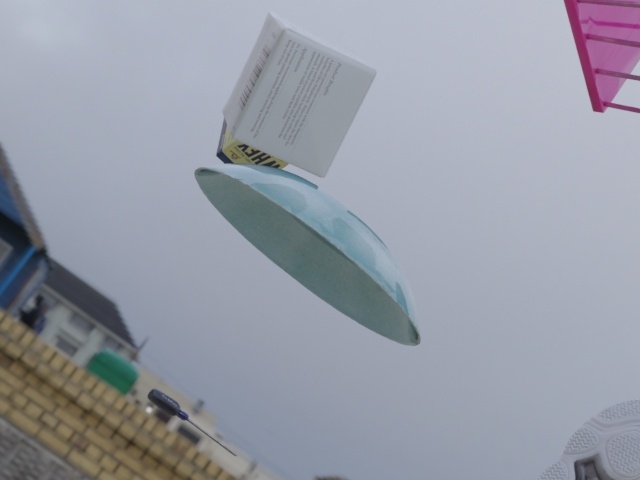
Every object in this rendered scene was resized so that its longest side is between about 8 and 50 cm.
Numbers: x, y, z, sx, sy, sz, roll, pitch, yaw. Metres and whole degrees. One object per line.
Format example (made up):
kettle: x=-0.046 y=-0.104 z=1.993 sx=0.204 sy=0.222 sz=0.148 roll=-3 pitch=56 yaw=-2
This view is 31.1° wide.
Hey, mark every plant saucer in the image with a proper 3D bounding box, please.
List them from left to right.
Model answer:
plant saucer: x=0.000 y=0.000 z=0.794 sx=0.195 sy=0.037 sz=0.195 roll=37 pitch=-11 yaw=8

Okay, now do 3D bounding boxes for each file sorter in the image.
file sorter: x=0.491 y=-0.345 z=1.662 sx=0.182 sy=0.202 sz=0.290 roll=17 pitch=-32 yaw=38

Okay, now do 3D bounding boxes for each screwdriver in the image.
screwdriver: x=-0.187 y=0.270 z=1.699 sx=0.170 sy=0.024 sz=0.025 roll=40 pitch=6 yaw=-24

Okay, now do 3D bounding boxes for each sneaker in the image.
sneaker: x=0.347 y=0.320 z=1.414 sx=0.101 sy=0.268 sz=0.153 roll=37 pitch=-13 yaw=50

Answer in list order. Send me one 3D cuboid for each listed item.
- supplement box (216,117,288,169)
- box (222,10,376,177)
supplement box: x=-0.055 y=-0.113 z=1.180 sx=0.056 sy=0.083 sz=0.083 roll=43 pitch=29 yaw=-26
box: x=-0.020 y=-0.124 z=0.962 sx=0.087 sy=0.101 sz=0.102 roll=23 pitch=14 yaw=-17
